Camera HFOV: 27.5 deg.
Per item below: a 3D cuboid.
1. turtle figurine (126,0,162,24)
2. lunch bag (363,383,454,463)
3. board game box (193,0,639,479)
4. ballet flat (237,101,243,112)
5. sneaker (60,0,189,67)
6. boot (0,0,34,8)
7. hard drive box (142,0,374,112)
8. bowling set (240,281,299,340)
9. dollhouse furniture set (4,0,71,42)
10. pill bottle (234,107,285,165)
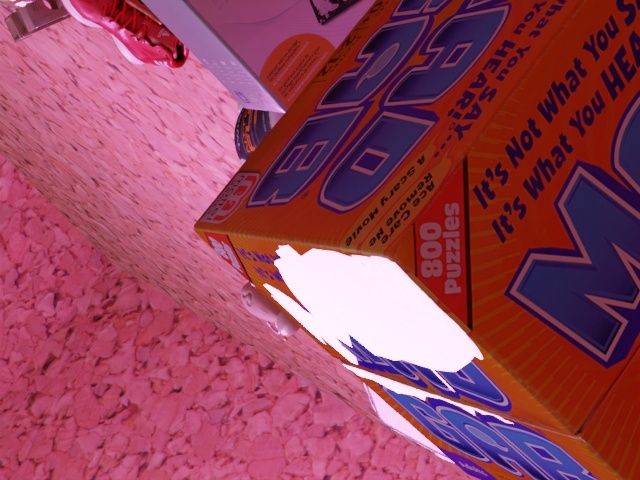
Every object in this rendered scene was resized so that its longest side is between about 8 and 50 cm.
[{"bbox_3d":[-0.168,-0.320,1.515,0.269,0.087,0.217,15,172,29],"label":"turtle figurine"},{"bbox_3d":[0.220,0.142,1.722,0.305,0.256,0.213,13,125,55],"label":"lunch bag"},{"bbox_3d":[0.192,-0.023,1.010,0.356,0.356,0.356,43,166,-20],"label":"board game box"},{"bbox_3d":[-0.069,-0.180,1.747,0.077,0.079,0.221,29,164,34],"label":"ballet flat"},{"bbox_3d":[-0.258,-0.314,1.824,0.128,0.087,0.221,16,169,36],"label":"sneaker"},{"bbox_3d":[-0.196,-0.290,1.325,0.095,0.262,0.203,36,170,37],"label":"boot"},{"bbox_3d":[-0.073,-0.266,1.256,0.232,0.181,0.089,44,165,-30],"label":"hard drive box"},{"bbox_3d":[0.000,0.000,2.061,0.199,0.287,0.154,-5,-160,-31],"label":"bowling set"},{"bbox_3d":[-0.440,-0.405,1.996,0.161,0.101,0.182,66,160,-11],"label":"dollhouse furniture set"},{"bbox_3d":[-0.028,-0.130,1.552,0.130,0.130,0.245,40,166,-9],"label":"pill bottle"}]
